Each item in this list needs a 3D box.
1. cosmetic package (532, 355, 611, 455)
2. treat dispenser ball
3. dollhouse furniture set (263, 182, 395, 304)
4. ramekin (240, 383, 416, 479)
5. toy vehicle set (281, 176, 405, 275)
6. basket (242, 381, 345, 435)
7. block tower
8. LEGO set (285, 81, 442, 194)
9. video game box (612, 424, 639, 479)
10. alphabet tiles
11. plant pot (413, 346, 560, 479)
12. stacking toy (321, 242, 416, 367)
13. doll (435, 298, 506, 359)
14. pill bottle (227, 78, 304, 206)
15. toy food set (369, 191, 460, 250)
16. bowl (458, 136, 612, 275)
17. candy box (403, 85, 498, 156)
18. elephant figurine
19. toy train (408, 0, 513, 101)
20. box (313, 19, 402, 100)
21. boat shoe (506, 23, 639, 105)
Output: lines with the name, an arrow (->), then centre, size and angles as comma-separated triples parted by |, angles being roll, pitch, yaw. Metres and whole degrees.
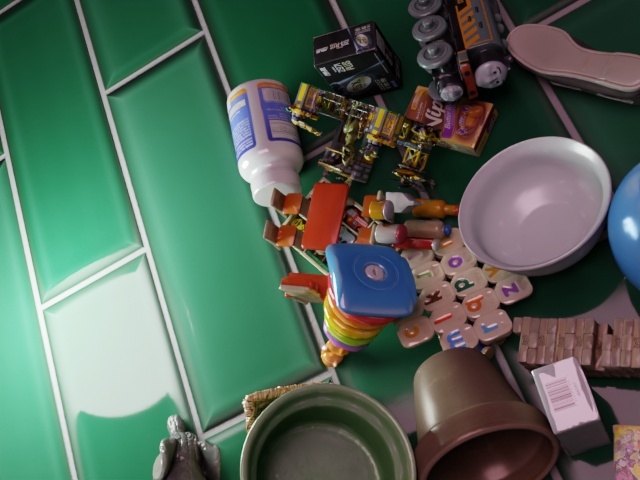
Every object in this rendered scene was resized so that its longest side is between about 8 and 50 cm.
cosmetic package -> 0.440, 0.292, 1.576 | 0.085, 0.231, 0.117 | -22, 63, 15
treat dispenser ball -> 0.646, -0.024, 1.569 | 0.288, 0.288, 0.288 | -9, 67, 22
dollhouse furniture set -> 0.000, 0.000, 1.904 | 0.261, 0.135, 0.259 | 3, 72, 26
ramekin -> 0.006, 0.419, 1.596 | 0.303, 0.148, 0.304 | 4, 62, -7
toy vehicle set -> 0.046, -0.003, 1.985 | 0.267, 0.035, 0.166 | 40, 90, 31
basket -> 0.009, 0.423, 1.733 | 0.213, 0.223, 0.299 | -20, 63, 17
block tower -> 0.520, 0.195, 1.635 | 0.335, 0.091, 0.097 | -1, 67, 32
LEGO set -> 0.078, -0.191, 1.913 | 0.331, 0.255, 0.192 | 23, 99, 31
video game box -> 0.609, 0.417, 1.558 | 0.205, 0.048, 0.187 | -1, 72, 24
alphabet tiles -> 0.266, 0.100, 1.810 | 0.277, 0.021, 0.284 | -25, 49, 3
plant pot -> 0.274, 0.327, 1.657 | 0.263, 0.263, 0.229 | -30, 42, 12
stacking toy -> 0.063, 0.159, 1.811 | 0.165, 0.302, 0.175 | 5, 46, -18
doll -> 0.283, 0.154, 1.810 | 0.189, 0.046, 0.129 | 38, 92, 37
pill bottle -> -0.122, -0.220, 2.079 | 0.152, 0.152, 0.272 | -20, 64, 17
toy food set -> 0.195, -0.038, 1.828 | 0.104, 0.232, 0.111 | 4, 90, 30
bowl -> 0.428, -0.043, 1.749 | 0.297, 0.134, 0.298 | -19, 50, 24
candy box -> 0.277, -0.260, 1.968 | 0.186, 0.053, 0.109 | 20, 80, 31
elephant figurine -> -0.286, 0.470, 1.880 | 0.186, 0.169, 0.240 | -10, 71, 27
toy train -> 0.300, -0.436, 1.948 | 0.190, 0.142, 0.334 | -16, 48, 14
box -> 0.086, -0.397, 2.033 | 0.147, 0.180, 0.078 | -11, 67, 21
boat shoe -> 0.534, -0.354, 1.873 | 0.335, 0.095, 0.112 | 29, 81, 36
